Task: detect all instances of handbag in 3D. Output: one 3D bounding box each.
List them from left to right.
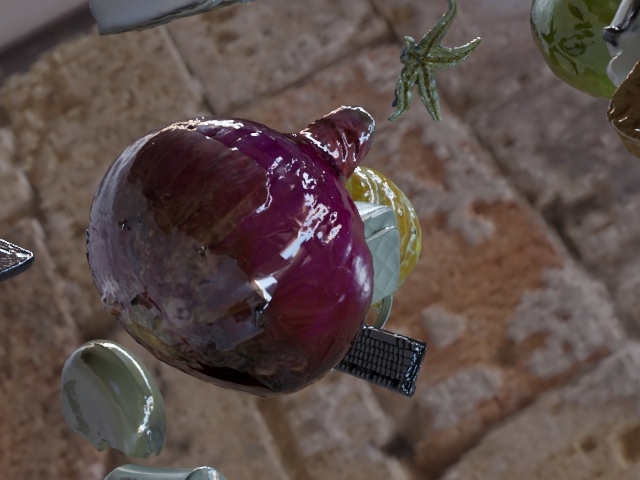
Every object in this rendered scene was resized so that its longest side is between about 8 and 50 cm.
[{"bbox_3d":[0.024,0.073,2.370,0.079,0.256,0.219,9,-66,41],"label":"handbag"}]

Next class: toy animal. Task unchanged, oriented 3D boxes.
[{"bbox_3d":[0.487,-0.260,2.215,0.204,0.208,0.156,37,12,18],"label":"toy animal"}]

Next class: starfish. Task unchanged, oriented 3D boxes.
[{"bbox_3d":[0.172,-0.269,2.505,0.053,0.176,0.208,47,-37,36],"label":"starfish"}]

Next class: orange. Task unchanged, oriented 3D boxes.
[{"bbox_3d":[0.000,0.000,2.752,0.329,0.329,0.249,73,14,-79],"label":"orange"}]

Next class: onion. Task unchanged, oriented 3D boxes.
[{"bbox_3d":[-0.065,-0.017,1.913,0.347,0.385,0.348,34,-25,19],"label":"onion"}]

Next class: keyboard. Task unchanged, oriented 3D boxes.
[{"bbox_3d":[0.052,0.142,2.163,0.023,0.072,0.231,20,-3,-36],"label":"keyboard"}]

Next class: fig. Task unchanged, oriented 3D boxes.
[{"bbox_3d":[0.459,-0.309,2.455,0.314,0.233,0.233,27,-8,8],"label":"fig"}]

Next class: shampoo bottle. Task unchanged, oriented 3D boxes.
[{"bbox_3d":[-0.173,0.331,2.041,0.234,0.087,0.118,-8,-96,49],"label":"shampoo bottle"}]

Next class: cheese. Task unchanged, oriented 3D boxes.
[{"bbox_3d":[-0.298,0.240,2.446,0.202,0.091,0.175,33,-48,39],"label":"cheese"}]

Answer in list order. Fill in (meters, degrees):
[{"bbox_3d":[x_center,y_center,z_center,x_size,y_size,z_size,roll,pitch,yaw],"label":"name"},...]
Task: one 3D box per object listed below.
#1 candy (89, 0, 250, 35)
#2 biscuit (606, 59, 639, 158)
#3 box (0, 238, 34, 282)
[{"bbox_3d":[-0.155,-0.309,1.681,0.137,0.195,0.185,-30,107,-51],"label":"candy"},{"bbox_3d":[0.503,-0.158,1.992,0.057,0.343,0.287,53,44,-34],"label":"biscuit"},{"bbox_3d":[-0.493,0.026,2.439,0.126,0.125,0.027,-30,134,-57],"label":"box"}]
